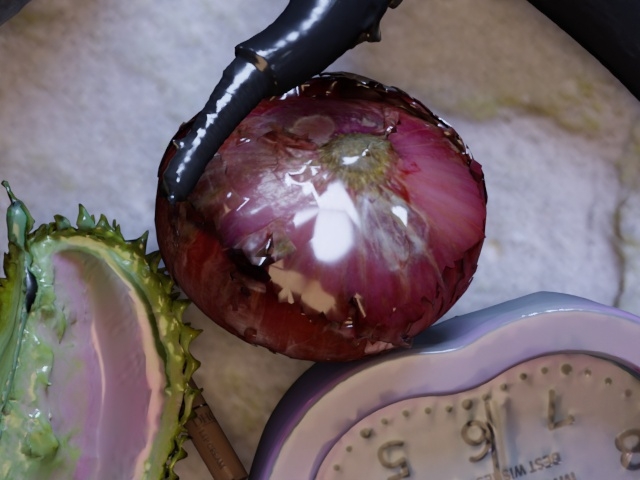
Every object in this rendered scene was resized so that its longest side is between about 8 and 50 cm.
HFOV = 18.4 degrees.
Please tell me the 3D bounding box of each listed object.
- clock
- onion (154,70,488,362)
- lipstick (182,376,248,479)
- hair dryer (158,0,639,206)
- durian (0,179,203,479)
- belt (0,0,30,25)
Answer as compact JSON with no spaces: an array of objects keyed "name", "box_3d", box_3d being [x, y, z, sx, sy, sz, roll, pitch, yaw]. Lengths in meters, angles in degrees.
[{"name":"clock","box_3d":[0.112,0.196,1.094,0.338,0.102,0.338,0,95,-5]},{"name":"onion","box_3d":[0.000,0.000,1.054,0.184,0.184,0.147,0,135,-5]},{"name":"lipstick","box_3d":[-0.070,0.095,1.096,0.019,0.019,0.094,-31,75,-2]},{"name":"hair dryer","box_3d":[0.042,-0.108,1.010,0.304,0.120,0.359,50,57,-16]},{"name":"durian","box_3d":[-0.142,0.088,1.070,0.137,0.095,0.221,14,91,-22]},{"name":"belt","box_3d":[-0.181,-0.184,1.003,0.126,0.139,0.230,45,63,0]}]
